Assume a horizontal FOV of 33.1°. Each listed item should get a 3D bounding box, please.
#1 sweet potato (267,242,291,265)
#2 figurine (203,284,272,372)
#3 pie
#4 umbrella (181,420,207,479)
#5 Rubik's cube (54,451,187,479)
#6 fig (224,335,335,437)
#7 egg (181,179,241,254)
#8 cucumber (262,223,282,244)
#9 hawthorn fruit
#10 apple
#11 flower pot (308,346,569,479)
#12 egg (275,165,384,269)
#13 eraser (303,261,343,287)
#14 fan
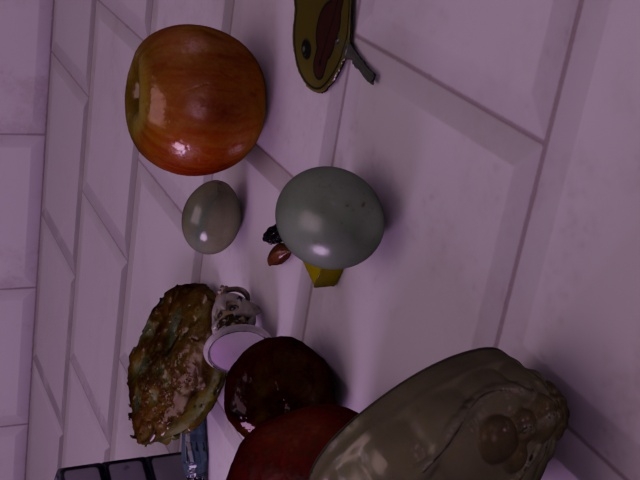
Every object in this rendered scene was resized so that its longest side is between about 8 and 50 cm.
[{"bbox_3d":[-0.074,0.025,1.893,0.095,0.034,0.034,-34,62,57],"label":"sweet potato"},{"bbox_3d":[-0.158,0.155,2.001,0.153,0.132,0.132,-104,26,-47],"label":"figurine"},{"bbox_3d":[-0.298,0.254,2.246,0.354,0.103,0.288,-62,36,11],"label":"pie"},{"bbox_3d":[-0.271,0.441,2.297,0.052,0.053,0.250,177,93,-67],"label":"umbrella"},{"bbox_3d":[-0.430,0.676,2.359,0.303,0.301,0.305,67,148,35],"label":"Rubik's cube"},{"bbox_3d":[-0.090,0.266,1.797,0.290,0.191,0.190,-31,64,61],"label":"fig"},{"bbox_3d":[-0.208,-0.045,2.067,0.114,0.114,0.152,55,137,48],"label":"egg"},{"bbox_3d":[-0.052,-0.032,1.839,0.163,0.043,0.038,-34,54,56],"label":"cucumber"},{"bbox_3d":[0.016,0.361,1.501,0.307,0.265,0.265,-3,90,57],"label":"hawthorn fruit"},{"bbox_3d":[-0.228,-0.253,1.962,0.286,0.233,0.285,-179,90,-67],"label":"apple"},{"bbox_3d":[0.165,0.290,1.184,0.244,0.307,0.307,54,141,25],"label":"flower pot"},{"bbox_3d":[0.014,-0.033,1.580,0.192,0.149,0.149,33,121,57],"label":"egg"},{"bbox_3d":[0.000,0.000,1.729,0.097,0.045,0.122,-64,38,42],"label":"eraser"},{"bbox_3d":[0.018,-0.328,1.707,0.335,0.011,0.229,-121,39,-47],"label":"fan"}]
